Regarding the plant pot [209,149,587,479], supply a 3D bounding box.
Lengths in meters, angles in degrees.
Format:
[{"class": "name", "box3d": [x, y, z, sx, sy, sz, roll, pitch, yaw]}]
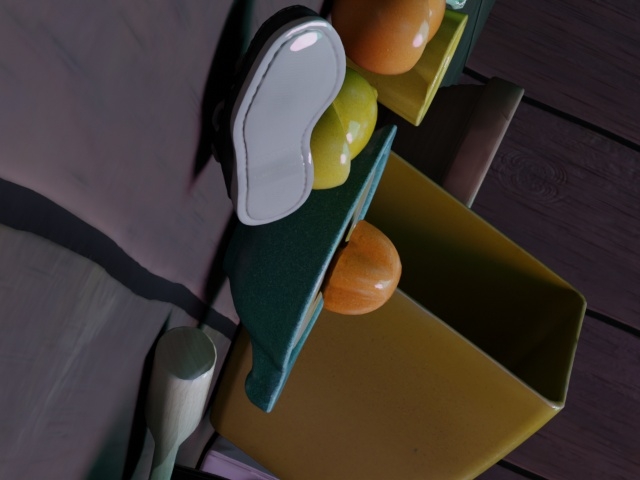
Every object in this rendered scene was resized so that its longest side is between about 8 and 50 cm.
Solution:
[{"class": "plant pot", "box3d": [0.041, 0.080, 1.249, 0.187, 0.212, 0.212, -52, -179, 23]}]

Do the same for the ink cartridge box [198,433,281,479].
[{"class": "ink cartridge box", "box3d": [-0.008, 0.243, 1.486, 0.270, 0.197, 0.198, -54, 168, -68]}]

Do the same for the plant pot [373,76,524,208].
[{"class": "plant pot", "box3d": [0.075, -0.043, 1.476, 0.237, 0.110, 0.237, -64, 177, -7]}]

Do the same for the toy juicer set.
[{"class": "toy juicer set", "box3d": [0.000, 0.000, 0.896, 0.209, 0.090, 0.329, 94, 21, -79]}]

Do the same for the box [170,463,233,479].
[{"class": "box", "box3d": [-0.092, 0.335, 1.147, 0.257, 0.079, 0.322, 68, 38, -66]}]

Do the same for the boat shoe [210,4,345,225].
[{"class": "boat shoe", "box3d": [-0.020, -0.054, 0.680, 0.046, 0.038, 0.125, -20, 153, -15]}]
